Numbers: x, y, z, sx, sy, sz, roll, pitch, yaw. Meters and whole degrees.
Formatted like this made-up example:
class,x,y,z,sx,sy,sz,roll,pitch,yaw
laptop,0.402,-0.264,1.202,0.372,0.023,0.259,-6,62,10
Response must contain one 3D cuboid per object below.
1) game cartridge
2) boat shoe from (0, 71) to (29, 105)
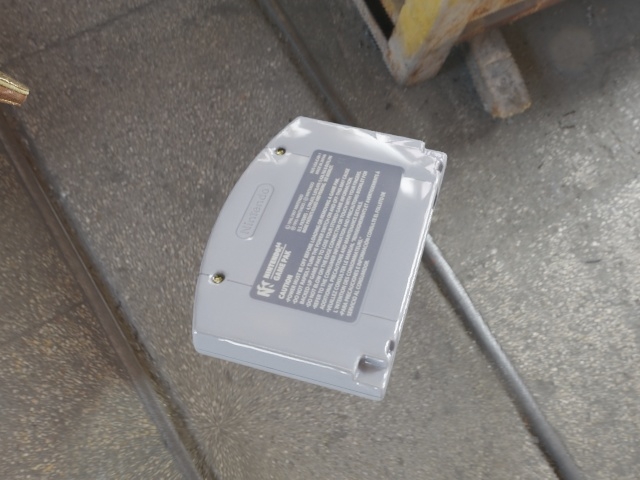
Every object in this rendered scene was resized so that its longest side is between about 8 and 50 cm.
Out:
class,x,y,z,sx,sy,sz,roll,pitch,yaw
game cartridge,0.000,0.000,0.714,0.198,0.062,0.297,11,50,14
boat shoe,-0.413,-0.174,0.803,0.177,0.064,0.060,12,104,-36
